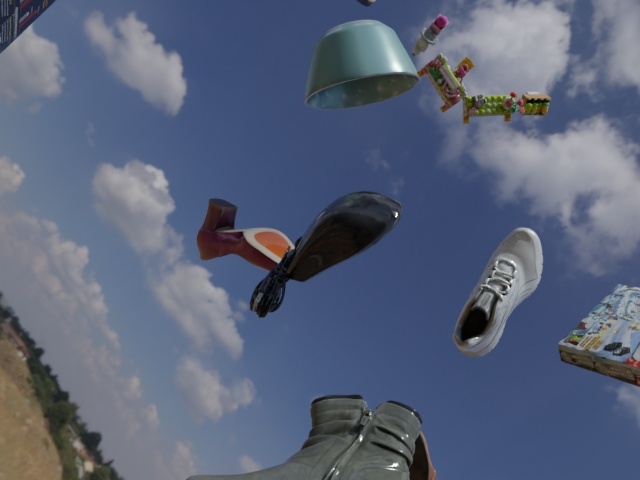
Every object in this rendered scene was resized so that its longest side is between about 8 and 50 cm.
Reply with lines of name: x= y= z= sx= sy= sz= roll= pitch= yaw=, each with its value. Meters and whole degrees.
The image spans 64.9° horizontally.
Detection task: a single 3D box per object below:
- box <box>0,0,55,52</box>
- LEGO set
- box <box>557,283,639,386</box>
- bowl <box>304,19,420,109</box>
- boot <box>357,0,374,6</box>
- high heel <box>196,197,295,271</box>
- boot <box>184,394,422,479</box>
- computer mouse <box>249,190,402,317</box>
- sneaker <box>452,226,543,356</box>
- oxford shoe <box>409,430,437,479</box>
box: x=-0.355 y=-0.340 z=0.545 sx=0.076 sy=0.243 sz=0.307 roll=33 pitch=-30 yaw=-18
LEGO set: x=0.291 y=-0.285 z=0.919 sx=0.286 sy=0.132 sz=0.107 roll=33 pitch=5 yaw=-3
box: x=0.343 y=0.100 z=0.553 sx=0.094 sy=0.137 sz=0.027 roll=11 pitch=-54 yaw=57
bowl: x=0.099 y=-0.470 z=1.339 sx=0.311 sy=0.311 sz=0.163 roll=-8 pitch=-88 yaw=56
boot: x=0.099 y=-0.396 z=0.671 sx=0.137 sy=0.198 sz=0.077 roll=-32 pitch=-71 yaw=35
high heel: x=-0.187 y=0.043 z=1.267 sx=0.377 sy=0.127 sz=0.182 roll=36 pitch=-61 yaw=43
boot: x=-0.015 y=0.241 z=0.541 sx=0.246 sy=0.161 sz=0.084 roll=2 pitch=-57 yaw=9
computer mouse: x=0.000 y=0.000 z=0.775 sx=0.272 sy=0.188 sz=0.072 roll=-33 pitch=-76 yaw=30
sneaker: x=0.366 y=0.109 z=1.033 sx=0.110 sy=0.297 sz=0.129 roll=26 pitch=2 yaw=28
oxford shoe: x=0.194 y=0.458 z=0.975 sx=0.076 sy=0.076 sz=0.213 roll=-5 pitch=-87 yaw=40
